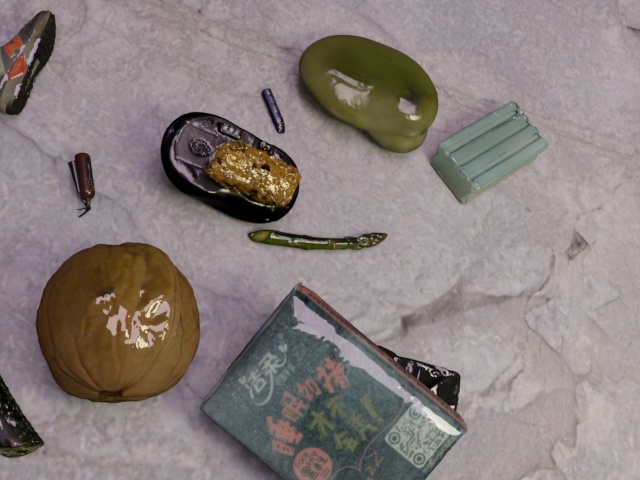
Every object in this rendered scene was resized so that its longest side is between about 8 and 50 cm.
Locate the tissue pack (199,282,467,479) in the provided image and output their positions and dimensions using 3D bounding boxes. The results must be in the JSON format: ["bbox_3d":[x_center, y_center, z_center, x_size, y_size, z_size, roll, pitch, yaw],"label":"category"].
[{"bbox_3d":[0.018,0.244,1.214,0.316,0.103,0.228,40,91,0],"label":"tissue pack"}]

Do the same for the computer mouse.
[{"bbox_3d":[-0.148,-0.109,1.357,0.233,0.096,0.137,26,71,-19],"label":"computer mouse"}]

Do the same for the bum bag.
[{"bbox_3d":[0.063,0.216,1.304,0.310,0.074,0.137,22,78,-2],"label":"bum bag"}]

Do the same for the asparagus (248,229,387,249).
[{"bbox_3d":[0.000,0.000,1.399,0.236,0.027,0.034,2,78,-17],"label":"asparagus"}]

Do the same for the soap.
[{"bbox_3d":[0.304,-0.160,1.546,0.198,0.063,0.114,-30,78,-26],"label":"soap"}]

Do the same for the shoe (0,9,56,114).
[{"bbox_3d":[-0.476,-0.288,1.339,0.077,0.074,0.194,18,66,-5],"label":"shoe"}]

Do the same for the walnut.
[{"bbox_3d":[-0.271,0.109,1.169,0.228,0.228,0.228,7,66,-16],"label":"walnut"}]

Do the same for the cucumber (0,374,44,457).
[{"bbox_3d":[-0.460,0.185,1.152,0.067,0.067,0.245,-29,78,-26],"label":"cucumber"}]

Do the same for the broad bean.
[{"bbox_3d":[0.088,-0.271,1.491,0.263,0.121,0.189,34,61,0],"label":"broad bean"}]

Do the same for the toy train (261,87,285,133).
[{"bbox_3d":[-0.079,-0.223,1.471,0.017,0.017,0.083,-17,75,-23],"label":"toy train"}]

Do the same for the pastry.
[{"bbox_3d":[-0.101,-0.102,1.295,0.140,0.056,0.080,29,78,-23],"label":"pastry"}]

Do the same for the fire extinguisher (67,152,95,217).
[{"bbox_3d":[-0.363,-0.090,1.305,0.032,0.046,0.100,-9,70,-8],"label":"fire extinguisher"}]
